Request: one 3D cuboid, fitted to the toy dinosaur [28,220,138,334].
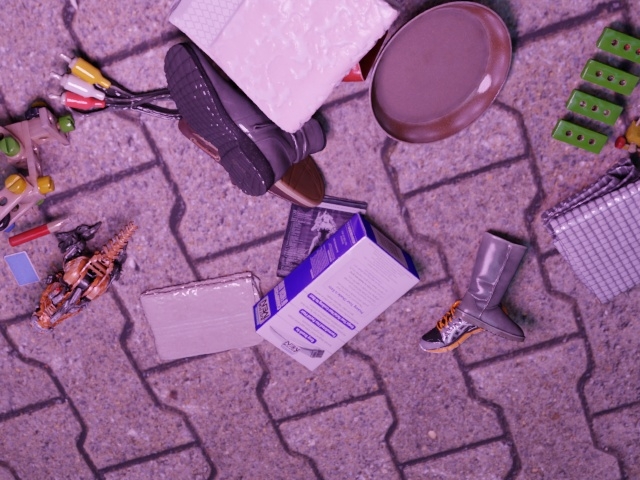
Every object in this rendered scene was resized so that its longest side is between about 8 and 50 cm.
[{"bbox_3d":[-0.501,0.078,2.031,0.322,0.218,0.164,-22,116,13],"label":"toy dinosaur"}]

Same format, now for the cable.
[{"bbox_3d":[-0.409,-0.279,1.911,0.287,0.072,0.139,20,123,-11],"label":"cable"}]

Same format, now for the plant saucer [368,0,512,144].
[{"bbox_3d":[0.227,-0.330,1.833,0.310,0.050,0.310,-16,134,-16],"label":"plant saucer"}]

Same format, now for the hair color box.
[{"bbox_3d":[0.031,0.119,2.088,0.339,0.110,0.185,-42,120,16],"label":"hair color box"}]

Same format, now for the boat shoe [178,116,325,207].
[{"bbox_3d":[-0.145,-0.169,1.959,0.342,0.123,0.123,32,140,-24],"label":"boat shoe"}]

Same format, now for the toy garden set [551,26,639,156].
[{"bbox_3d":[0.611,-0.291,1.908,0.204,0.049,0.244,18,117,-8],"label":"toy garden set"}]

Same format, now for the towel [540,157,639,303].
[{"bbox_3d":[0.627,-0.021,2.004,0.235,0.121,0.283,-31,127,18],"label":"towel"}]

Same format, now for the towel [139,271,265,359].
[{"bbox_3d":[-0.264,0.175,2.182,0.282,0.049,0.187,-10,117,6],"label":"towel"}]

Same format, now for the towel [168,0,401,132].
[{"bbox_3d":[-0.074,-0.383,1.593,0.317,0.053,0.332,42,133,-5],"label":"towel"}]

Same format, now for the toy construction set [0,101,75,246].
[{"bbox_3d":[-0.592,-0.137,1.931,0.237,0.257,0.309,-20,139,-2],"label":"toy construction set"}]

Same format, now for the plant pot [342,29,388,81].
[{"bbox_3d":[-0.037,-0.444,1.720,0.236,0.267,0.267,-6,120,19],"label":"plant pot"}]

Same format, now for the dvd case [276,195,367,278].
[{"bbox_3d":[0.000,0.000,2.094,0.164,0.018,0.221,10,121,-5],"label":"dvd case"}]

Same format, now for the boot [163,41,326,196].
[{"bbox_3d":[-0.145,-0.272,1.848,0.118,0.223,0.338,-9,118,49],"label":"boot"}]

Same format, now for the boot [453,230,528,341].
[{"bbox_3d":[0.408,0.104,2.087,0.189,0.076,0.208,24,89,-12],"label":"boot"}]

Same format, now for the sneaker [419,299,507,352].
[{"bbox_3d":[0.318,0.184,2.165,0.215,0.084,0.083,-30,113,6],"label":"sneaker"}]

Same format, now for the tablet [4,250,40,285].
[{"bbox_3d":[-0.681,0.064,2.146,0.054,0.006,0.083,-14,119,8],"label":"tablet"}]
